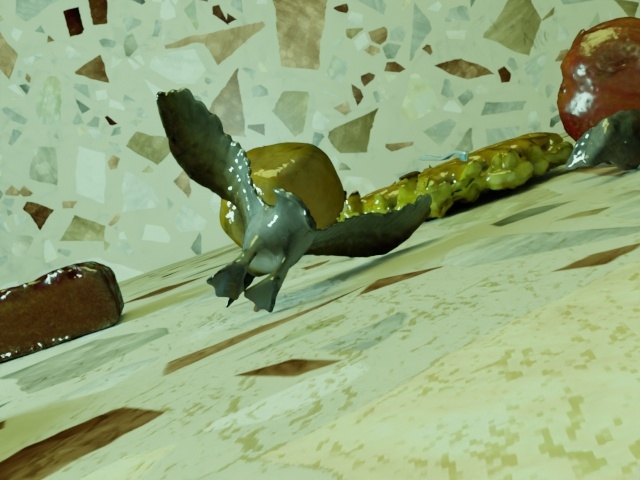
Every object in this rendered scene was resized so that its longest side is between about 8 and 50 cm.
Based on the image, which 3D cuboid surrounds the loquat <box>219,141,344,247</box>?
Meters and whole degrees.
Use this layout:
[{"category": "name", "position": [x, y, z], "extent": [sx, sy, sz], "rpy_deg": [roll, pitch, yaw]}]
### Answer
[{"category": "loquat", "position": [-0.062, -0.062, 1.084], "extent": [0.187, 0.176, 0.234], "rpy_deg": [-17, 23, 24]}]

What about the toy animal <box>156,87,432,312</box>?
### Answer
[{"category": "toy animal", "position": [-0.057, 0.000, 0.612], "extent": [0.197, 0.272, 0.160], "rpy_deg": [-57, 9, 21]}]

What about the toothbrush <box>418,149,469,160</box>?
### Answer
[{"category": "toothbrush", "position": [0.152, -0.105, 0.867], "extent": [0.011, 0.013, 0.131], "rpy_deg": [-7, 8, -15]}]

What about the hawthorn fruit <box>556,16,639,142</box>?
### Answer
[{"category": "hawthorn fruit", "position": [0.380, -0.190, 0.852], "extent": [0.179, 0.173, 0.173], "rpy_deg": [-18, 4, 18]}]

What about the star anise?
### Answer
[{"category": "star anise", "position": [0.334, -0.113, 0.702], "extent": [0.208, 0.063, 0.172], "rpy_deg": [-21, 3, -31]}]

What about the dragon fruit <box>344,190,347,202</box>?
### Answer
[{"category": "dragon fruit", "position": [-0.026, -0.041, 1.282], "extent": [0.153, 0.111, 0.153], "rpy_deg": [1, 44, -1]}]

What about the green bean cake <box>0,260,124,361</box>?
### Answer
[{"category": "green bean cake", "position": [-0.397, 0.101, 0.975], "extent": [0.232, 0.097, 0.198], "rpy_deg": [-19, 4, -9]}]

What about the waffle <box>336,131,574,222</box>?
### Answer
[{"category": "waffle", "position": [0.187, -0.083, 0.970], "extent": [0.325, 0.068, 0.302], "rpy_deg": [-18, 3, 34]}]
